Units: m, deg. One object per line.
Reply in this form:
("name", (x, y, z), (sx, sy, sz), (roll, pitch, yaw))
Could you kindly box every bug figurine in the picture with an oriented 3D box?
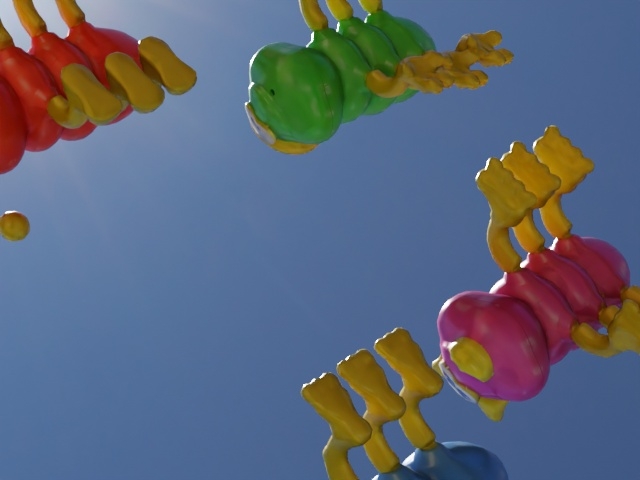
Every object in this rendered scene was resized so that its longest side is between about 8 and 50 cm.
("bug figurine", (0.000, 0.000, 0.397), (0.279, 0.216, 0.072), (50, -36, 22))
